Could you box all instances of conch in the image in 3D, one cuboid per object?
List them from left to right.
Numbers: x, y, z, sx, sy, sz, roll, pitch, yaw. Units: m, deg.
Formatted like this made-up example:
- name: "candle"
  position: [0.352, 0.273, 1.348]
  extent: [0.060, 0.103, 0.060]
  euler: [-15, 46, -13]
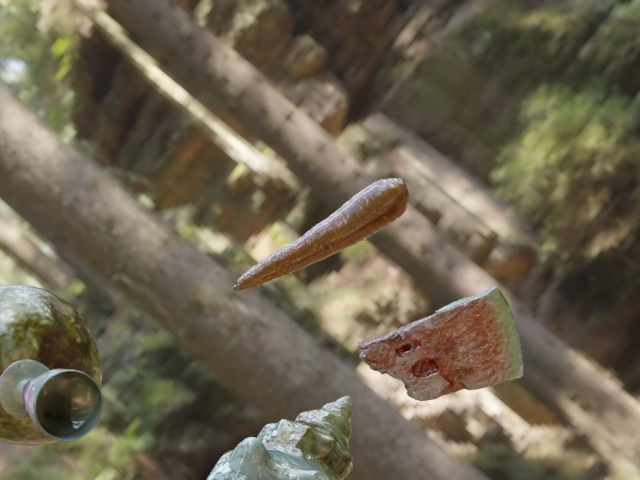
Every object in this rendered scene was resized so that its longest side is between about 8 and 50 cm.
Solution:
- name: "conch"
  position: [-0.051, 0.320, 1.960]
  extent: [0.169, 0.203, 0.386]
  euler: [-19, 26, 33]

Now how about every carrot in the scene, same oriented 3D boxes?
- name: "carrot"
  position: [0.000, 0.000, 1.725]
  extent: [0.216, 0.048, 0.048]
  euler: [-31, -10, 6]

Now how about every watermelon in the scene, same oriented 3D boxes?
- name: "watermelon"
  position: [0.135, 0.107, 1.623]
  extent: [0.121, 0.098, 0.158]
  euler: [-26, -9, 41]

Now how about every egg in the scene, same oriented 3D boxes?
- name: "egg"
  position: [-0.452, 0.198, 2.509]
  extent: [0.238, 0.238, 0.289]
  euler: [-49, -49, -8]

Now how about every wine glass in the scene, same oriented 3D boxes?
- name: "wine glass"
  position: [-0.281, 0.162, 1.670]
  extent: [0.073, 0.073, 0.155]
  euler: [-46, 20, -20]
